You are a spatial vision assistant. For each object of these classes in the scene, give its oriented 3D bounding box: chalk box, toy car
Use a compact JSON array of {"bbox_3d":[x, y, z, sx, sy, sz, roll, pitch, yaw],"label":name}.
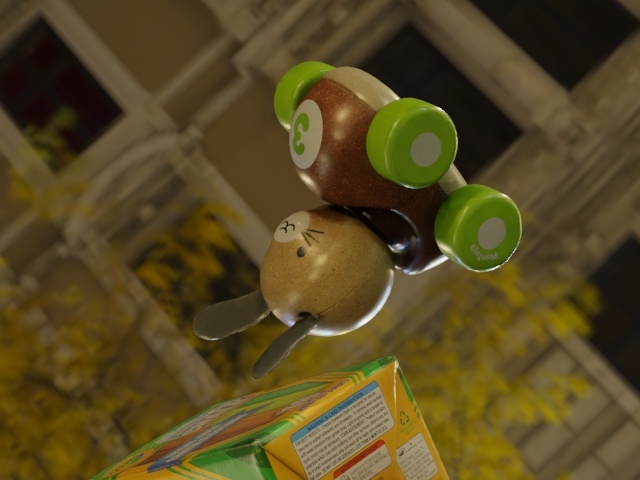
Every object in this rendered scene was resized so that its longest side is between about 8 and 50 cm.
[{"bbox_3d":[-0.042,0.166,1.025,0.213,0.132,0.132,-19,7,42],"label":"chalk box"},{"bbox_3d":[0.000,0.000,1.094,0.188,0.155,0.149,-46,-59,-9],"label":"toy car"}]
